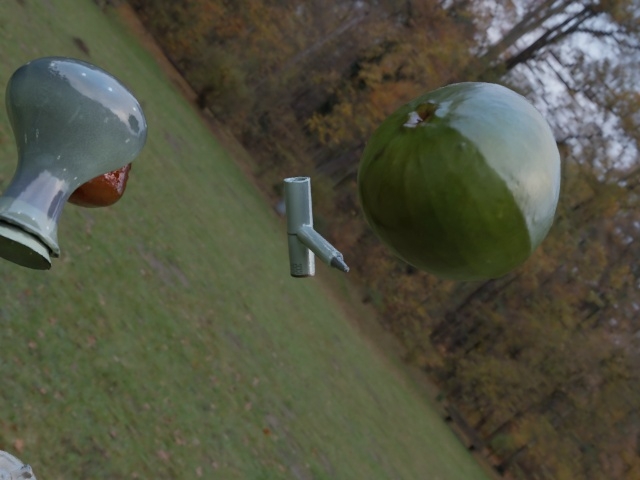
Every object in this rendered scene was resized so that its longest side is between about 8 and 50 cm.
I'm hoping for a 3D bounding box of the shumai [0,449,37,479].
[{"bbox_3d":[-0.567,0.456,1.230,0.267,0.262,0.314,57,40,-2],"label":"shumai"}]

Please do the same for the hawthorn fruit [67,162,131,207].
[{"bbox_3d":[-0.341,-0.109,1.296,0.128,0.128,0.128,51,2,-2],"label":"hawthorn fruit"}]

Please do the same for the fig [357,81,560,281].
[{"bbox_3d":[0.217,-0.069,1.279,0.316,0.316,0.316,51,2,-2],"label":"fig"}]

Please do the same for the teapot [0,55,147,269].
[{"bbox_3d":[-0.332,-0.096,1.087,0.184,0.250,0.183,16,-22,7],"label":"teapot"}]

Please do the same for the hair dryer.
[{"bbox_3d":[0.000,-0.007,1.286,0.183,0.044,0.154,22,-60,61],"label":"hair dryer"}]
